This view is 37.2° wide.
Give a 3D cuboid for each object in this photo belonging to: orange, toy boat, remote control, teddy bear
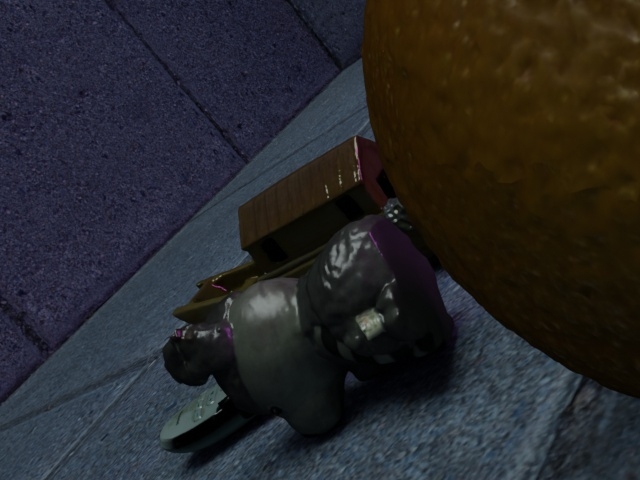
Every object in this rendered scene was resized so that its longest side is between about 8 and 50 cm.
[{"bbox_3d":[0.185,-0.080,0.407,0.322,0.322,0.357,-38,31,8],"label":"orange"},{"bbox_3d":[0.000,0.000,1.053,0.445,0.162,0.136,-31,17,36],"label":"toy boat"},{"bbox_3d":[-0.058,0.147,0.977,0.256,0.045,0.097,-34,14,12],"label":"remote control"},{"bbox_3d":[0.005,0.083,0.824,0.251,0.144,0.171,-31,-6,33],"label":"teddy bear"}]
